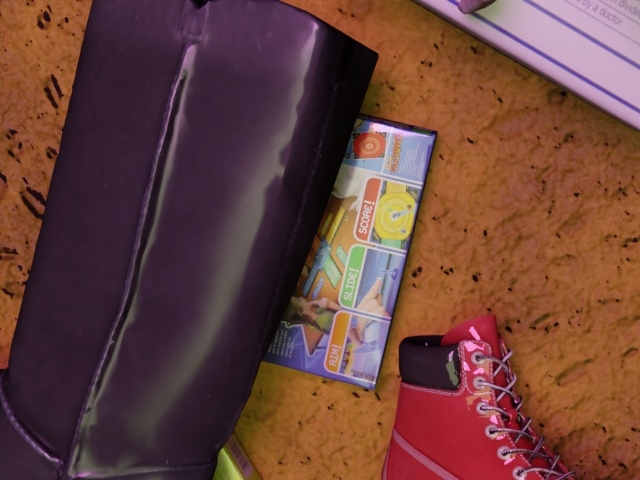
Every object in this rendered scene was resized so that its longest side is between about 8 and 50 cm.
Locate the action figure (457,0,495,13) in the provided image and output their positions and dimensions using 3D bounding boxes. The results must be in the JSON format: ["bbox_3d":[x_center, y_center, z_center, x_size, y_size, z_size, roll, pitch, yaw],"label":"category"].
[{"bbox_3d":[0.159,-0.298,0.559,0.341,0.178,0.330,-12,121,21],"label":"action figure"}]

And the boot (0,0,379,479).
[{"bbox_3d":[-0.194,0.009,0.852,0.367,0.146,0.445,20,104,13],"label":"boot"}]

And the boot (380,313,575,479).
[{"bbox_3d":[0.147,0.150,0.828,0.244,0.088,0.176,14,102,40],"label":"boot"}]

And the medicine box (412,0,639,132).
[{"bbox_3d":[0.168,-0.259,0.747,0.263,0.149,0.289,30,103,-4],"label":"medicine box"}]

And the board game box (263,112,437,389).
[{"bbox_3d":[0.000,0.000,0.892,0.136,0.035,0.201,15,102,6],"label":"board game box"}]

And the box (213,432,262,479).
[{"bbox_3d":[-0.125,0.237,0.951,0.178,0.042,0.109,-30,93,13],"label":"box"}]
